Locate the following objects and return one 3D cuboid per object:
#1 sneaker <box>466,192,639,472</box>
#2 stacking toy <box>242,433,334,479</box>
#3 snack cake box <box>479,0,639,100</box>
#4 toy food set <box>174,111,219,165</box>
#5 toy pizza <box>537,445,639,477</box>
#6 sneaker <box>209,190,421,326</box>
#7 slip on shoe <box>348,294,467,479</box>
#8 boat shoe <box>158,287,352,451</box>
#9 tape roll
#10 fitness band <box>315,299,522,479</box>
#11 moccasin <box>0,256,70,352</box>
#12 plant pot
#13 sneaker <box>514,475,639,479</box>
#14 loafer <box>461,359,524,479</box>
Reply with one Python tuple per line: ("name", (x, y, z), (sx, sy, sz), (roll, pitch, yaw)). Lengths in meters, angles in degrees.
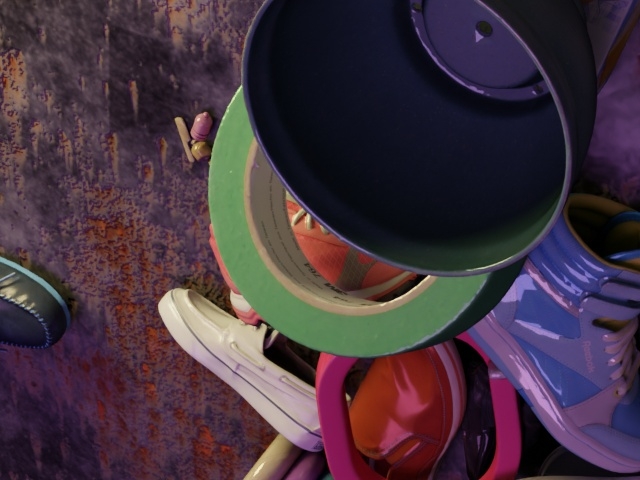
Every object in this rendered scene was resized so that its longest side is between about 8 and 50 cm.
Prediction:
("sneaker", (0.286, 0.088, 1.730), (0.208, 0.127, 0.319), (-32, 114, 34))
("stacking toy", (0.049, 0.370, 2.087), (0.330, 0.141, 0.141), (38, 135, 2))
("snack cake box", (0.215, -0.250, 1.534), (0.152, 0.089, 0.264), (32, 135, 11))
("toy food set", (-0.103, -0.104, 1.904), (0.122, 0.019, 0.078), (2, 124, 32))
("toy pizza", (0.331, 0.286, 1.914), (0.201, 0.032, 0.201), (15, 129, 20))
("sneaker", (-0.001, 0.000, 1.852), (0.314, 0.116, 0.136), (-14, 113, 40))
("slip on shoe", (0.081, 0.195, 1.940), (0.123, 0.101, 0.331), (47, 143, 33))
("boat shoe", (-0.070, 0.127, 2.021), (0.258, 0.095, 0.084), (39, 109, 11))
("tape roll", (0.048, -0.049, 1.699), (0.321, 0.077, 0.321), (1, 92, 28))
("fitness band", (0.103, 0.184, 1.841), (0.209, 0.054, 0.290), (-5, 127, 6))
("moccasin", (-0.476, 0.086, 2.226), (0.342, 0.117, 0.137), (11, 129, 26))
("plant pot", (0.110, -0.144, 1.482), (0.293, 0.196, 0.293), (19, 132, 22))
("sneaker", (0.273, 0.331, 1.809), (0.366, 0.150, 0.135), (-11, 138, 23))
("loafer", (0.181, 0.200, 1.937), (0.061, 0.062, 0.170), (38, 136, 35))
